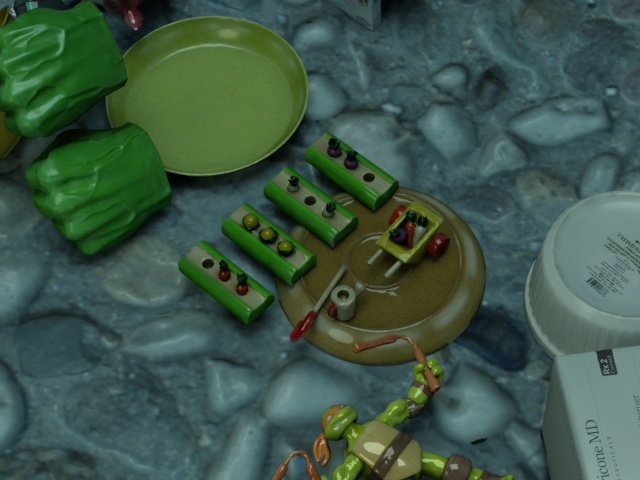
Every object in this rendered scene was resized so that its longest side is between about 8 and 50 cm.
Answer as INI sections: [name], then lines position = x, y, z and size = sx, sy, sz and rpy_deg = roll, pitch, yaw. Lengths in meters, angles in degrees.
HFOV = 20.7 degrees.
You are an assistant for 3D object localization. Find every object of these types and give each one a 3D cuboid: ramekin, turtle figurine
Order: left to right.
[turtle figurine]
position = 0.071, 0.235, 1.771
size = 0.217, 0.087, 0.269
rpy_deg = 34, 55, 14
[ramekin]
position = 0.325, 0.043, 1.874
size = 0.207, 0.109, 0.207
rpy_deg = -1, 57, 2

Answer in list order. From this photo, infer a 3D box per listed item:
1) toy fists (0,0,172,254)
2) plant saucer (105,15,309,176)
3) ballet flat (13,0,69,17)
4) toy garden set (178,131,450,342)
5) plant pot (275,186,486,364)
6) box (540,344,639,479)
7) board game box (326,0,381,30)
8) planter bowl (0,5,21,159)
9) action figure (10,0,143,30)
[toy fists]
position = -0.277, -0.122, 1.940
size = 0.142, 0.279, 0.096
rpy_deg = -31, 23, -30
[plant saucer]
position = -0.133, -0.165, 2.077
size = 0.241, 0.037, 0.241
rpy_deg = -2, 57, 2
[ballet flat]
position = -0.291, -0.222, 2.035
size = 0.074, 0.203, 0.074
rpy_deg = -8, 68, 20
[toy garden set]
position = 0.000, 0.000, 1.915
size = 0.204, 0.049, 0.244
rpy_deg = 37, 65, 24
[plant pot]
position = 0.066, 0.028, 1.942
size = 0.236, 0.032, 0.236
rpy_deg = -1, 55, 2
[box]
position = 0.295, 0.224, 1.710
size = 0.119, 0.182, 0.181
rpy_deg = -7, 56, -3
[board game box]
position = 0.035, -0.311, 2.135
size = 0.090, 0.090, 0.020
rpy_deg = 36, 64, 23
[planter bowl]
position = -0.382, -0.156, 2.024
size = 0.090, 0.217, 0.217
rpy_deg = 33, 57, -19
[action figure]
position = -0.231, -0.394, 2.178
size = 0.275, 0.248, 0.370
rpy_deg = 8, 51, -25
